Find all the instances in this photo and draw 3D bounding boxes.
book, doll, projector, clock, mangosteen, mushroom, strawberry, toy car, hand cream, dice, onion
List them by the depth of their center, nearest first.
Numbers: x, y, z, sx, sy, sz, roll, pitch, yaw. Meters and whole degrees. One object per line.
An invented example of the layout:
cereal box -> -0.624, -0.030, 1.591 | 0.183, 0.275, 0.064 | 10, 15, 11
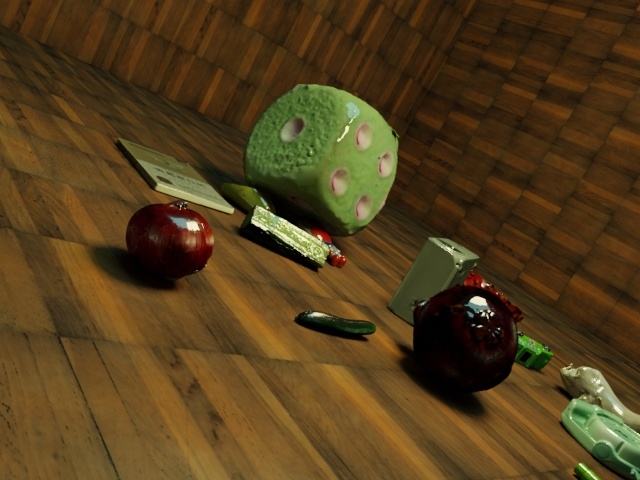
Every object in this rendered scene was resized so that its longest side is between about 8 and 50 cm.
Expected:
onion -> -0.223, -0.002, 0.883 | 0.131, 0.131, 0.131 | 28, 12, -6
hand cream -> 0.470, 0.417, 0.965 | 0.036, 0.023, 0.122 | 34, 7, -43
mangosteen -> 0.263, 0.183, 1.094 | 0.210, 0.209, 0.210 | 28, 12, -6
clock -> 0.598, 0.413, 1.183 | 0.159, 0.066, 0.211 | 23, 14, -23
mushroom -> 0.697, 0.396, 1.423 | 0.099, 0.096, 0.278 | 17, 20, -41
projector -> 0.287, 0.101, 1.453 | 0.108, 0.198, 0.250 | 33, 12, 22
book -> -0.370, -0.164, 1.485 | 0.217, 0.021, 0.310 | 18, 16, -42
toy car -> 0.530, 0.288, 1.556 | 0.165, 0.071, 0.062 | 28, 27, -2
doll -> 0.000, 0.001, 1.561 | 0.104, 0.062, 0.194 | -3, 38, -40
dice -> 0.005, -0.216, 1.647 | 0.318, 0.322, 0.330 | 19, -14, 39
strawberry -> 0.419, 0.156, 1.712 | 0.336, 0.149, 0.265 | 39, 5, 0

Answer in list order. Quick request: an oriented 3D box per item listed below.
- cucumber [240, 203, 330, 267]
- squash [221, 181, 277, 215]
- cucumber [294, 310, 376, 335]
cucumber -> -0.082, 0.003, 1.374 | 0.211, 0.062, 0.078 | 31, 44, -17
squash -> -0.166, -0.100, 1.554 | 0.200, 0.075, 0.090 | 36, -13, 25
cucumber -> 0.034, 0.151, 1.057 | 0.184, 0.033, 0.036 | 17, 34, -39
